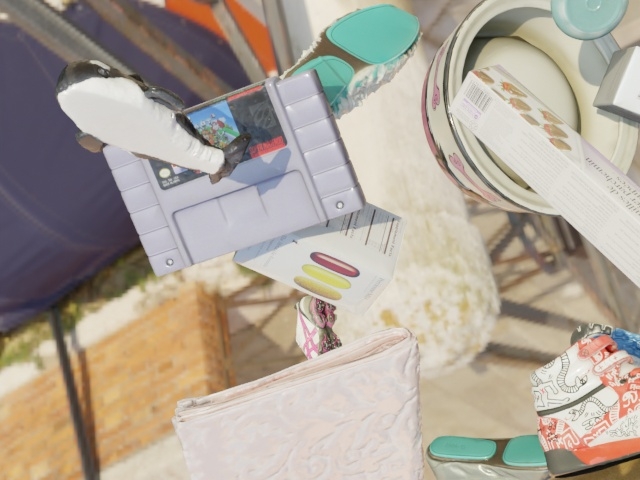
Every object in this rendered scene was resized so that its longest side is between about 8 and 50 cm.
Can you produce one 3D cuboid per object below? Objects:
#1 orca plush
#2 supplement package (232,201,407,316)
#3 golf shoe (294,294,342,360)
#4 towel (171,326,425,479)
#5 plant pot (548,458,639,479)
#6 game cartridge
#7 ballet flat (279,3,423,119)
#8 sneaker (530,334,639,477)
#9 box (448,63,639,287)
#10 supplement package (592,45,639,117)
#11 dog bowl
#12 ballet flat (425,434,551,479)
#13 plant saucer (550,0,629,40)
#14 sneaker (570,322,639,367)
[{"bbox_3d":[-0.212,-0.174,1.437,0.287,0.102,0.151,14,146,-35],"label":"orca plush"},{"bbox_3d":[0.000,0.000,1.895,0.244,0.133,0.139,24,142,-8],"label":"supplement package"},{"bbox_3d":[-0.006,0.195,2.162,0.068,0.186,0.086,10,156,-44],"label":"golf shoe"},{"bbox_3d":[-0.015,0.274,1.480,0.317,0.053,0.331,-17,134,-10],"label":"towel"},{"bbox_3d":[0.475,0.400,1.637,0.254,0.237,0.237,-29,140,10],"label":"plant pot"},{"bbox_3d":[-0.134,-0.101,1.715,0.355,0.068,0.230,-18,106,17],"label":"game cartridge"},{"bbox_3d":[0.022,-0.270,1.891,0.147,0.409,0.147,20,130,26],"label":"ballet flat"},{"bbox_3d":[0.362,0.167,1.274,0.270,0.144,0.090,-23,158,30],"label":"sneaker"},{"bbox_3d":[0.285,-0.081,1.315,0.063,0.324,0.067,-20,147,-42],"label":"box"},{"bbox_3d":[0.542,-0.259,1.917,0.105,0.179,0.105,20,98,0],"label":"supplement package"},{"bbox_3d":[0.357,-0.231,2.004,0.408,0.407,0.150,9,168,-25],"label":"dog bowl"},{"bbox_3d":[0.241,0.293,1.485,0.213,0.072,0.068,-4,119,32],"label":"ballet flat"},{"bbox_3d":[0.401,-0.352,1.675,0.119,0.021,0.119,-2,112,-5],"label":"plant saucer"},{"bbox_3d":[0.451,0.159,1.600,0.191,0.071,0.083,16,177,18],"label":"sneaker"}]
